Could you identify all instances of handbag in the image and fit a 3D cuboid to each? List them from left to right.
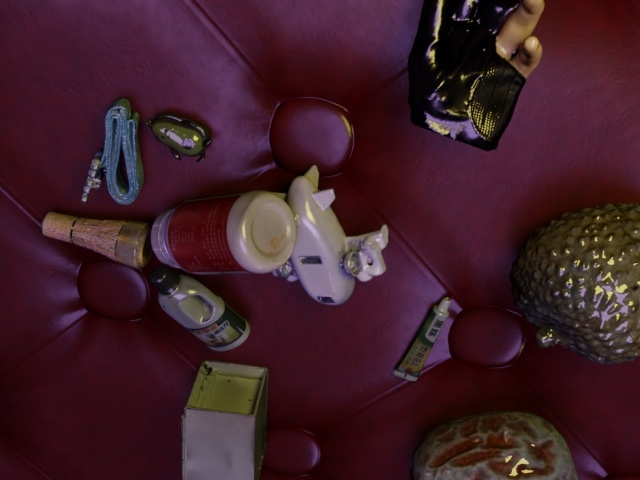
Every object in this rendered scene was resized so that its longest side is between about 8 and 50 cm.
[{"bbox_3d":[-0.234,-0.173,1.281,0.111,0.047,0.072,23,119,-9],"label":"handbag"}]

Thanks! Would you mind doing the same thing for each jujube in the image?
[{"bbox_3d":[0.314,0.444,1.452,0.308,0.247,0.215,-22,158,6],"label":"jujube"}]

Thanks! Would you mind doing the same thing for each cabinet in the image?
[{"bbox_3d":[-0.187,0.363,1.523,0.150,0.145,0.206,6,120,4],"label":"cabinet"}]

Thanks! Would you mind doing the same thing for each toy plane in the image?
[{"bbox_3d":[0.000,0.000,1.317,0.244,0.117,0.245,13,129,17],"label":"toy plane"}]

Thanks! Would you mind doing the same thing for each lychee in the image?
[{"bbox_3d":[0.439,0.065,1.235,0.255,0.255,0.274,38,85,-14],"label":"lychee"}]

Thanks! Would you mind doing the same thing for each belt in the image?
[{"bbox_3d":[-0.347,-0.149,1.304,0.100,0.065,0.179,5,118,-5],"label":"belt"}]

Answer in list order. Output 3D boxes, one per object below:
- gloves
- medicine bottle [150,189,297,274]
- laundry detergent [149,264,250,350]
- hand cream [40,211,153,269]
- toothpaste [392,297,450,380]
[{"bbox_3d":[0.218,-0.283,1.104,0.197,0.152,0.301,17,121,-11],"label":"gloves"},{"bbox_3d":[-0.162,-0.009,1.267,0.250,0.131,0.131,-4,124,45],"label":"medicine bottle"},{"bbox_3d":[-0.223,0.116,1.390,0.099,0.070,0.226,-7,141,30],"label":"laundry detergent"},{"bbox_3d":[-0.399,-0.008,1.381,0.203,0.084,0.084,12,120,6],"label":"hand cream"},{"bbox_3d":[0.193,0.183,1.441,0.049,0.031,0.204,20,123,-4],"label":"toothpaste"}]
